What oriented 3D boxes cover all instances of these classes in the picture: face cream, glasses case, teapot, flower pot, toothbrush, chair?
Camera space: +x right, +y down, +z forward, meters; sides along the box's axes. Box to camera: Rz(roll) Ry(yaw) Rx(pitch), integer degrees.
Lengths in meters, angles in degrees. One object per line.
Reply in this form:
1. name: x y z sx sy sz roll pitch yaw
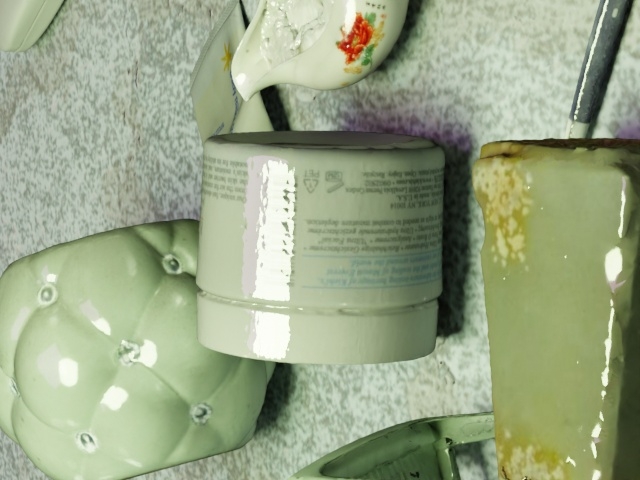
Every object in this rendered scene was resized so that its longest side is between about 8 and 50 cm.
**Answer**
1. face cream: 0.000 0.000 1.314 0.177 0.177 0.153 10 100 55
2. face cream: -0.072 -0.089 1.526 0.114 0.070 0.224 -56 40 42
3. glasses case: -0.279 -0.277 1.807 0.233 0.059 0.092 -48 53 46
4. teapot: 0.013 -0.192 1.351 0.145 0.092 0.226 54 134 35
5. flower pot: -0.156 0.096 1.511 0.246 0.246 0.195 -22 81 55
6. toothbrush: 0.173 -0.099 1.185 0.026 0.024 0.288 -121 39 -56
7. chair: 0.053 0.225 1.246 0.274 0.203 0.190 -8 99 51

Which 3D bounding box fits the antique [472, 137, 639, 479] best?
1. antique: 0.177 0.081 1.103 0.150 0.125 0.284 6 99 56
